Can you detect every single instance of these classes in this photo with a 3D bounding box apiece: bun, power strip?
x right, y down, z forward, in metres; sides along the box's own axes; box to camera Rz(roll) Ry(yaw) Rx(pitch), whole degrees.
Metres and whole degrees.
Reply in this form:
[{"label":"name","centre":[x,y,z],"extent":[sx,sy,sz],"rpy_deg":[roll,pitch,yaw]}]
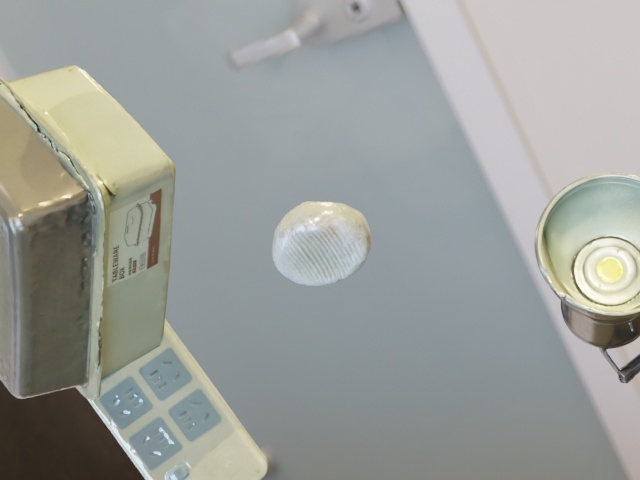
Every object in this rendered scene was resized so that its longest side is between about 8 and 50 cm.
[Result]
[{"label":"bun","centre":[0.000,0.000,1.151],"extent":[0.083,0.083,0.045],"rpy_deg":[-22,34,18]},{"label":"power strip","centre":[-0.168,0.185,1.542],"extent":[0.118,0.270,0.046],"rpy_deg":[-36,1,-4]}]

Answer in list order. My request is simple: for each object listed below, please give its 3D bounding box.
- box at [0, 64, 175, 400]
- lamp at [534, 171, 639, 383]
[{"label":"box","centre":[-0.253,-0.003,1.335],"extent":[0.166,0.290,0.220],"rpy_deg":[-23,52,-31]},{"label":"lamp","centre":[0.288,0.035,1.455],"extent":[0.147,0.172,0.227],"rpy_deg":[-39,-20,-7]}]
